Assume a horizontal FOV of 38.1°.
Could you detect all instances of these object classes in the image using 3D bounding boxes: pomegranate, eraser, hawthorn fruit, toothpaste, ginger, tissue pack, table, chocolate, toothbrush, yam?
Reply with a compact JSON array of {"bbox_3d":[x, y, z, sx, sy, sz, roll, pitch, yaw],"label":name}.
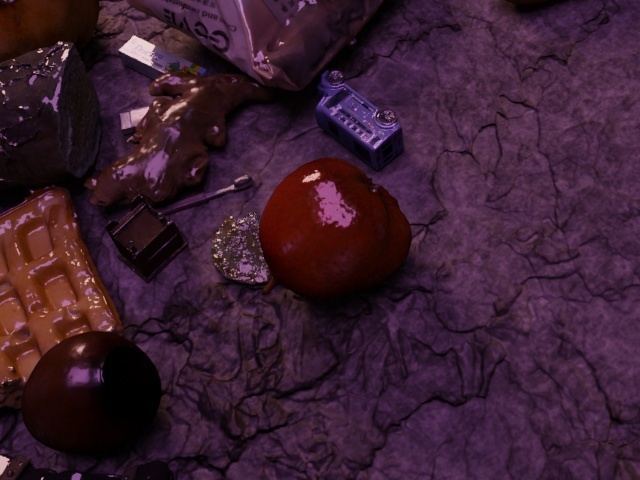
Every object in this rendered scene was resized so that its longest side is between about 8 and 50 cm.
[{"bbox_3d":[-0.494,-0.389,1.516,0.261,0.260,0.260,-4,59,6],"label":"pomegranate"},{"bbox_3d":[-0.281,-0.197,1.493,0.083,0.019,0.038,-14,60,1],"label":"eraser"},{"bbox_3d":[0.000,0.000,1.253,0.225,0.196,0.196,-41,59,10],"label":"hawthorn fruit"},{"bbox_3d":[-0.260,-0.286,1.536,0.164,0.034,0.046,28,64,23],"label":"toothpaste"},{"bbox_3d":[-0.223,-0.166,1.426,0.166,0.080,0.333,34,73,5],"label":"ginger"},{"bbox_3d":[-0.085,-0.436,1.500,0.376,0.195,0.390,32,60,20],"label":"tissue pack"},{"bbox_3d":[-0.254,-0.005,1.336,0.070,0.082,0.083,36,71,26],"label":"table"},{"bbox_3d":[-0.298,0.196,1.181,0.177,0.176,0.176,-4,59,6],"label":"chocolate"},{"bbox_3d":[-0.193,-0.060,1.400,0.194,0.017,0.014,-20,53,-1],"label":"toothbrush"},{"bbox_3d":[-0.485,-0.168,1.400,0.271,0.202,0.201,-1,66,7],"label":"yam"}]

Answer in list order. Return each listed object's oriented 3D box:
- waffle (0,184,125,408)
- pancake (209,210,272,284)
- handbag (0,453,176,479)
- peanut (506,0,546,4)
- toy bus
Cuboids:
[{"bbox_3d":[-0.468,0.105,1.308,0.348,0.077,0.304,-27,58,-8],"label":"waffle"},{"bbox_3d":[-0.099,0.012,1.338,0.130,0.022,0.116,18,66,18],"label":"pancake"},{"bbox_3d":[-0.320,0.384,1.085,0.342,0.152,0.288,0,47,8],"label":"handbag"},{"bbox_3d":[0.386,-0.451,1.500,0.226,0.095,0.108,-17,62,-3],"label":"peanut"},{"bbox_3d":[0.049,-0.184,1.404,0.076,0.073,0.167,-42,63,-14],"label":"toy bus"}]
